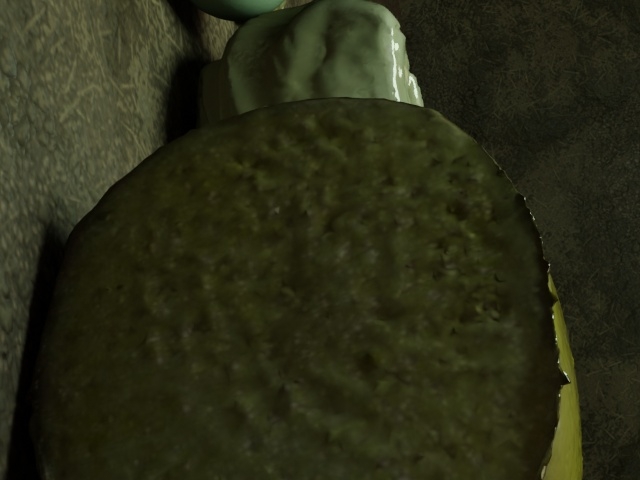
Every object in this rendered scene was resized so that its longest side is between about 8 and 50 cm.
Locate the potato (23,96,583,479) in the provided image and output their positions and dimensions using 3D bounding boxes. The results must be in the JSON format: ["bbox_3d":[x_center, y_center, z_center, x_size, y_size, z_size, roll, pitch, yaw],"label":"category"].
[{"bbox_3d":[0.012,0.148,0.853,0.319,0.386,0.442,62,13,-50],"label":"potato"}]

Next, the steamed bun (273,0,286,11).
[{"bbox_3d":[-0.047,-0.498,1.580,0.247,0.189,0.427,67,16,-70],"label":"steamed bun"}]

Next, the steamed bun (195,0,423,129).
[{"bbox_3d":[-0.018,-0.098,1.241,0.342,0.255,0.368,66,-13,-4],"label":"steamed bun"}]

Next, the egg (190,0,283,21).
[{"bbox_3d":[-0.101,-0.335,1.269,0.192,0.149,0.149,-6,87,-78],"label":"egg"}]
